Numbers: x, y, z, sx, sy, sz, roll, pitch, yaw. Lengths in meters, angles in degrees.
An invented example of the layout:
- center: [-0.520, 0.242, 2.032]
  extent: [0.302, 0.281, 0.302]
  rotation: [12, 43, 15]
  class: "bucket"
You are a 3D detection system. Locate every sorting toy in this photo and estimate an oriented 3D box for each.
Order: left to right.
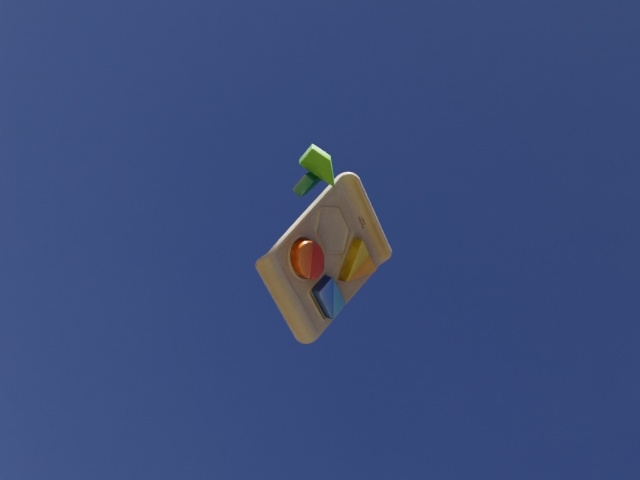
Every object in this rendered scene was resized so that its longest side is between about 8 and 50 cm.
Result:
- center: [0.000, 0.000, 0.502]
  extent: [0.012, 0.062, 0.083]
  rotation: [25, -29, 43]
  class: "sorting toy"
